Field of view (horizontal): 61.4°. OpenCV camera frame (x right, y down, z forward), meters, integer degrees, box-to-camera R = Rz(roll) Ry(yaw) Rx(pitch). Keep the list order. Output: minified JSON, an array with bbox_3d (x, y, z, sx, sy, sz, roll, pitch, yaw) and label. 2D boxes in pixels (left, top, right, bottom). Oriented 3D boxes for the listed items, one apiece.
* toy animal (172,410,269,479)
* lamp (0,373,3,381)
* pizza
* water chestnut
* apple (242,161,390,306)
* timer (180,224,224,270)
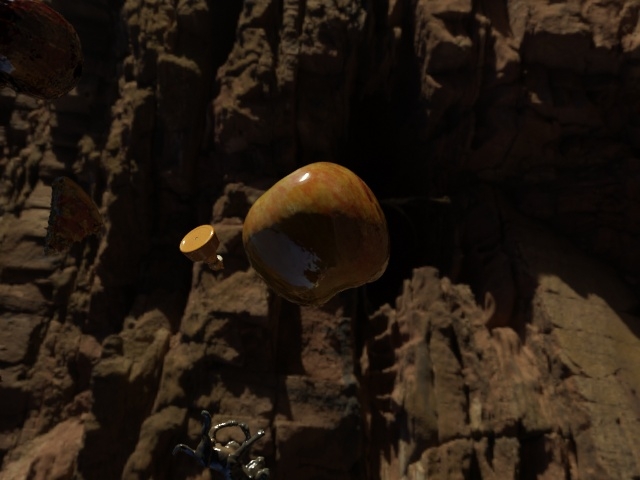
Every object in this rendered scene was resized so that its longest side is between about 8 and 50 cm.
[{"bbox_3d":[-0.221,0.495,1.262,0.084,0.233,0.148,126,164,-70],"label":"toy animal"},{"bbox_3d":[-0.789,0.299,1.282,0.031,0.063,0.083,3,92,48],"label":"lamp"},{"bbox_3d":[-0.606,-0.040,1.309,0.188,0.062,0.198,65,-150,-50],"label":"pizza"},{"bbox_3d":[-0.789,-0.481,1.378,0.302,0.351,0.350,-60,1,1],"label":"water chestnut"},{"bbox_3d":[0.000,0.000,0.982,0.264,0.265,0.264,-176,90,-90],"label":"apple"},{"bbox_3d":[-0.382,0.044,1.837,0.132,0.132,0.152,-86,-28,-49],"label":"timer"}]
